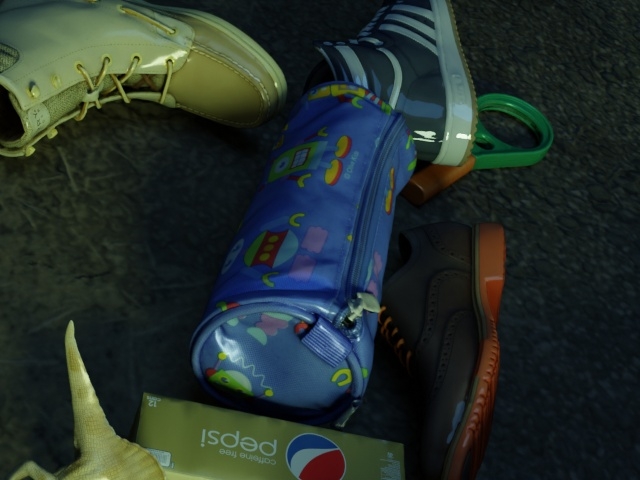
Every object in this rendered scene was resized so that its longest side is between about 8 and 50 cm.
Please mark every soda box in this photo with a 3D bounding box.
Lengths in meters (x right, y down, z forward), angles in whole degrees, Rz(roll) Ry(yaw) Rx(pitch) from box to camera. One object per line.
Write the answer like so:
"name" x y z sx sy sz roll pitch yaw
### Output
"soda box" -0.037 0.156 0.708 0.181 0.061 0.058 14 43 -12

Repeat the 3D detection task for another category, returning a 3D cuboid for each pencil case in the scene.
"pencil case" 0.000 0.000 0.826 0.119 0.133 0.306 49 34 -25

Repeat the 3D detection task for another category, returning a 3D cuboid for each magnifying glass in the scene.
"magnifying glass" 0.154 -0.089 1.073 0.092 0.026 0.231 41 43 17

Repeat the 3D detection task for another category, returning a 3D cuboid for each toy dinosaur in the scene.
"toy dinosaur" -0.136 0.141 0.646 0.183 0.092 0.053 70 18 2

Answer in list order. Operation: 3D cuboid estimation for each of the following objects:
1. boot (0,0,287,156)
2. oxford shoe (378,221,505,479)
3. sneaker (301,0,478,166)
"boot" -0.177 -0.131 0.903 0.262 0.095 0.203 28 42 5
"oxford shoe" 0.088 0.085 0.833 0.098 0.097 0.271 6 37 7
"sneaker" 0.051 -0.180 1.058 0.153 0.099 0.282 4 40 -11
